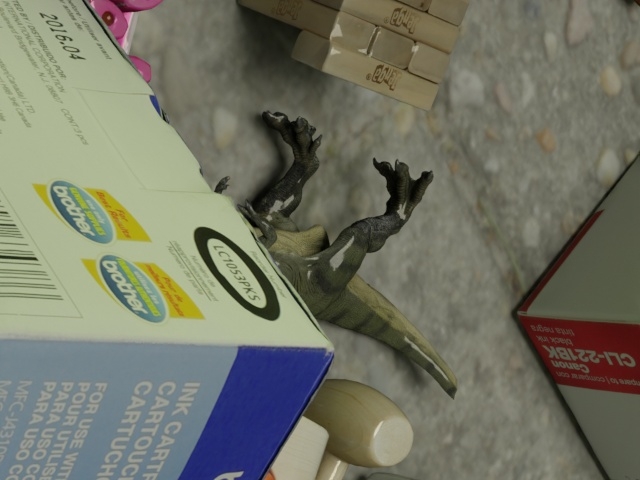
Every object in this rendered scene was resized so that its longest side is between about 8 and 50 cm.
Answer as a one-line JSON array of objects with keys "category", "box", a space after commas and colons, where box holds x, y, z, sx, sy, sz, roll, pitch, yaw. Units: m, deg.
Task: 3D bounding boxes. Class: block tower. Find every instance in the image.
[{"category": "block tower", "box": [0.064, -0.248, 1.018, 0.091, 0.097, 0.335, 16, 98, -42]}]

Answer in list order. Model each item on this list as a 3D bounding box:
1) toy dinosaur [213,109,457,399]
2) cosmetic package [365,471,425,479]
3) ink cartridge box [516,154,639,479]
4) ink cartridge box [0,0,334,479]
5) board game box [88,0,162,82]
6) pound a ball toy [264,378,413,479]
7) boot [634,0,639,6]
[{"category": "toy dinosaur", "box": [0.000, 0.000, 1.055, 0.268, 0.064, 0.118, 23, 83, -42]}, {"category": "cosmetic package", "box": [0.027, 0.380, 1.022, 0.230, 0.161, 0.453, 51, 60, -32]}, {"category": "ink cartridge box", "box": [0.278, 0.089, 1.263, 0.197, 0.114, 0.273, -48, 120, -30]}, {"category": "ink cartridge box", "box": [-0.182, 0.006, 0.740, 0.395, 0.270, 0.151, 3, 128, -40]}, {"category": "board game box", "box": [-0.195, -0.302, 0.874, 0.390, 0.050, 0.390, 21, 78, -40]}, {"category": "pound a ball toy", "box": [-0.062, 0.195, 0.955, 0.208, 0.135, 0.319, 31, 72, -38]}, {"category": "boot", "box": [0.176, -0.220, 1.181, 0.283, 0.109, 0.220, -43, 148, -10]}]
